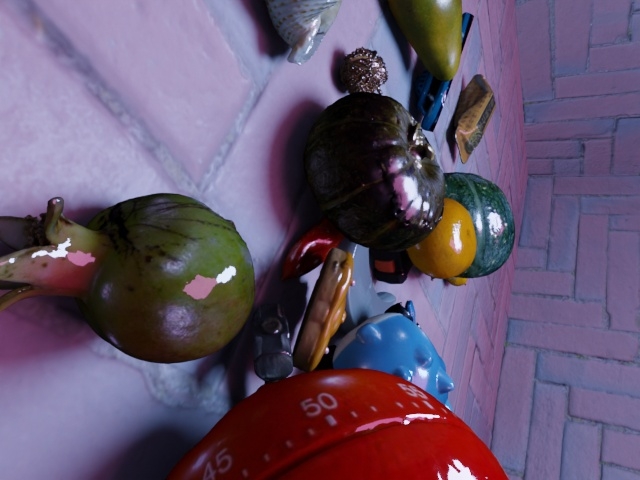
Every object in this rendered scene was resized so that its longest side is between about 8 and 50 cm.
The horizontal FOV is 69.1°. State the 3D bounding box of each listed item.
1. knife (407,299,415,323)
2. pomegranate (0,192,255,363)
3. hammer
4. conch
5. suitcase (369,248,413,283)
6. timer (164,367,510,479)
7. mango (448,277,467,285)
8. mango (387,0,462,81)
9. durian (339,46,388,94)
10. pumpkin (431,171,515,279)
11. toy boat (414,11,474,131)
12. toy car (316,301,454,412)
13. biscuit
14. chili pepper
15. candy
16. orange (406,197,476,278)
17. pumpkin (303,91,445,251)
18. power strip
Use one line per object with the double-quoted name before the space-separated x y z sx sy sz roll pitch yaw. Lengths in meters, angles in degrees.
"knife" 0.234 0.287 1.168 0.044 0.026 0.297 -30 117 -59
"pomegranate" -0.146 0.020 0.353 0.191 0.151 0.131 17 84 -39
"hammer" -0.056 0.265 0.611 0.111 0.043 0.366 -113 -159 -67
"conch" -0.017 -0.308 0.569 0.153 0.102 0.135 -52 173 30
"suitcase" 0.147 -0.079 0.926 0.206 0.066 0.286 -52 136 -45
"timer" 0.016 0.319 0.455 0.377 0.279 0.379 -12 119 -22
"mango" 0.426 0.092 1.446 0.187 0.066 0.101 11 76 -66
"mango" 0.210 -0.456 0.920 0.129 0.146 0.289 -37 143 3
"durian" 0.072 -0.269 0.756 0.091 0.080 0.080 43 54 -29
"pumpkin" 0.357 -0.037 1.114 0.293 0.196 0.264 5 82 -78
"toy boat" 0.273 -0.401 1.099 0.134 0.092 0.299 101 10 -72
"toy car" 0.118 0.240 0.735 0.188 0.190 0.255 -29 129 -15
"biscuit" 0.009 0.094 0.633 0.170 0.050 0.171 -159 -90 -89
"chili pepper" 0.001 -0.001 0.689 0.191 0.050 0.059 -47 149 -38
"candy" 0.463 -0.367 1.425 0.143 0.101 0.272 52 55 -42
"orange" 0.223 -0.004 0.879 0.156 0.124 0.156 16 68 -46
"pumpkin" 0.087 -0.100 0.671 0.237 0.159 0.238 28 45 -33
"power strip" 0.072 0.091 0.826 0.168 0.054 0.254 -54 138 -39
